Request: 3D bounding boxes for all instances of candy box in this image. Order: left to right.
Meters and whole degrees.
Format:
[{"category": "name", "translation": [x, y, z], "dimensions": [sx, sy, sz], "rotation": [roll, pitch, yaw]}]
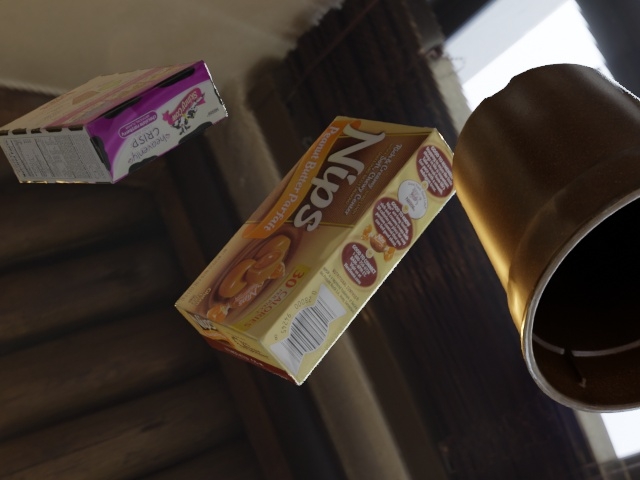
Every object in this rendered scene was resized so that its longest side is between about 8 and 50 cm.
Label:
[{"category": "candy box", "translation": [-0.235, -0.127, 1.199], "dimensions": [0.159, 0.233, 0.071], "rotation": [-35, -66, -31]}, {"category": "candy box", "translation": [0.000, 0.000, 1.248], "dimensions": [0.316, 0.183, 0.087], "rotation": [-49, -56, -18]}]

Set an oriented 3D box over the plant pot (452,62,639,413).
[{"category": "plant pot", "translation": [0.164, -0.015, 0.647], "dimensions": [0.167, 0.167, 0.165], "rotation": [14, -150, -28]}]
